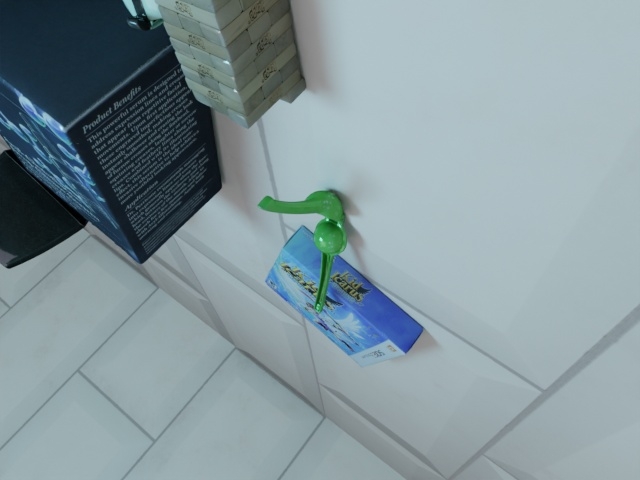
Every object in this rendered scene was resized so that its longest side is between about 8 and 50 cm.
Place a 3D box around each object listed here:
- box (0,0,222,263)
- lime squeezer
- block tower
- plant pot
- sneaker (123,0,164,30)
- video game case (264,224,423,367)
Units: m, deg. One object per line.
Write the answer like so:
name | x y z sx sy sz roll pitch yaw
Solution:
box | -0.335 -0.191 0.816 0.293 0.212 0.395 37 157 12
lime squeezer | 0.000 0.000 0.769 0.058 0.110 0.310 12 153 19
block tower | -0.098 -0.248 0.474 0.091 0.097 0.335 31 157 26
plant pot | -0.580 -0.055 1.065 0.187 0.167 0.188 49 175 -20
sneaker | -0.232 -0.298 0.576 0.256 0.094 0.151 26 147 37
video game case | 0.027 0.116 1.003 0.269 0.061 0.244 40 157 2
